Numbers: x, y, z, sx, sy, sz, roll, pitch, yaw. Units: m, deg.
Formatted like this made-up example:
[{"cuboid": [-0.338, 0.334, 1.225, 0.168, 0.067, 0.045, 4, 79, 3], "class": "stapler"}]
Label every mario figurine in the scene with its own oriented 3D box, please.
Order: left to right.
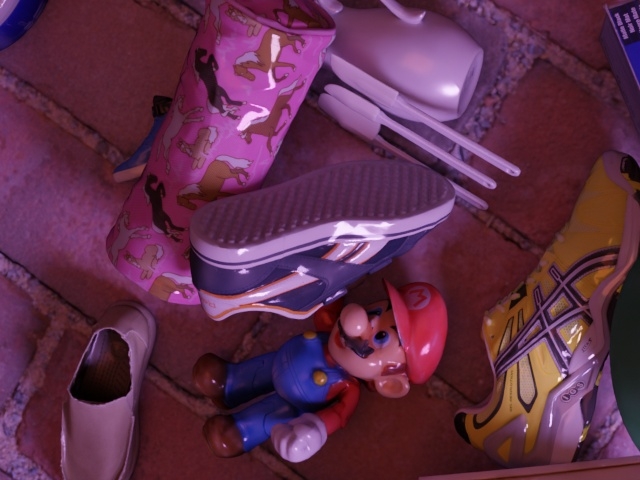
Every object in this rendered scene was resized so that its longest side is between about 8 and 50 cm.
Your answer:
[{"cuboid": [-0.006, 0.128, 1.314, 0.320, 0.170, 0.198, -26, 91, 14], "class": "mario figurine"}]

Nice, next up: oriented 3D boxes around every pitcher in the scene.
[{"cuboid": [0.078, -0.230, 1.294, 0.207, 0.178, 0.125, 22, 55, 14], "class": "pitcher"}]

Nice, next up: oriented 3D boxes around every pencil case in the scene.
[{"cuboid": [-0.115, -0.115, 1.284, 0.167, 0.160, 0.386, 46, 124, 33], "class": "pencil case"}]

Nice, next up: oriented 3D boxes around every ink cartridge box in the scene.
[{"cuboid": [0.357, -0.141, 1.201, 0.045, 0.224, 0.223, -22, 87, 12], "class": "ink cartridge box"}]

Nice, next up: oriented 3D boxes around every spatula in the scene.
[{"cuboid": [0.106, -0.119, 1.298, 0.242, 0.168, 0.019, 31, 70, 2], "class": "spatula"}]

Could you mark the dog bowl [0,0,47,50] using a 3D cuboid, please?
[{"cuboid": [-0.476, -0.367, 1.447, 0.264, 0.104, 0.265, 0, 91, 12], "class": "dog bowl"}]

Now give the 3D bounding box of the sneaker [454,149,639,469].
[{"cuboid": [0.260, 0.080, 1.267, 0.147, 0.145, 0.385, 18, 93, 10], "class": "sneaker"}]

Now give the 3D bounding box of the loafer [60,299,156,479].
[{"cuboid": [-0.276, 0.207, 1.416, 0.102, 0.092, 0.269, 10, 93, 12], "class": "loafer"}]

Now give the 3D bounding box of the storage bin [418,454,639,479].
[{"cuboid": [0.249, 0.384, 1.220, 0.262, 0.123, 0.260, -5, 112, -2], "class": "storage bin"}]

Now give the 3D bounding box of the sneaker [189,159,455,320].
[{"cuboid": [0.000, 0.000, 1.273, 0.126, 0.321, 0.127, 52, 145, 43], "class": "sneaker"}]

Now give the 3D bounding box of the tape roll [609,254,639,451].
[{"cuboid": [0.455, 0.120, 1.176, 0.321, 0.077, 0.321, 2, 85, -20], "class": "tape roll"}]

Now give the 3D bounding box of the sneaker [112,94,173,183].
[{"cuboid": [-0.200, -0.133, 1.409, 0.152, 0.058, 0.085, -25, 91, 8], "class": "sneaker"}]
